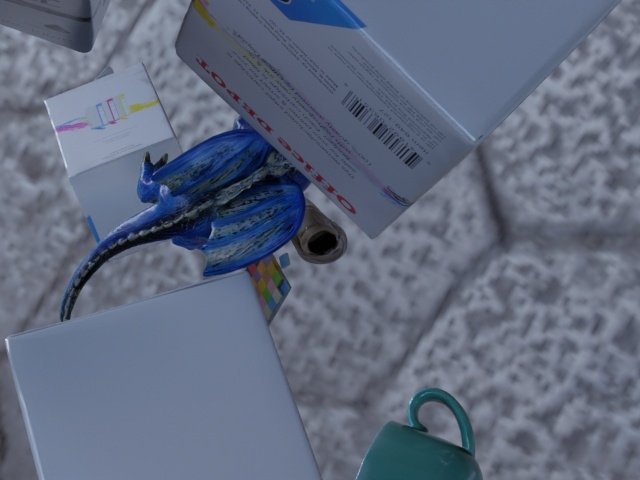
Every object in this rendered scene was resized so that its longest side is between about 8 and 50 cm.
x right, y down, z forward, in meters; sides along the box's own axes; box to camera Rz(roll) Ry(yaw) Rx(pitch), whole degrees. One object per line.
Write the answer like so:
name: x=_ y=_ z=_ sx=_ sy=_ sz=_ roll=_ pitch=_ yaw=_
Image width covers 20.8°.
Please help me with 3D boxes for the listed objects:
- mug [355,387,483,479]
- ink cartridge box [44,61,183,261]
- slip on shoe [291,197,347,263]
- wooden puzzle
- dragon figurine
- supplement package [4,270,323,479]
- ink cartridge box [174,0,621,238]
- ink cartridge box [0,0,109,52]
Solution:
mug: x=0.085 y=0.215 z=1.454 sx=0.097 sy=0.129 sz=0.157 roll=19 pitch=107 yaw=14
ink cartridge box: x=-0.160 y=-0.069 z=1.410 sx=0.090 sy=0.092 sz=0.143 roll=-22 pitch=37 yaw=-5
slip on shoe: x=0.000 y=0.000 z=1.732 sx=0.051 sy=0.135 sz=0.041 roll=-37 pitch=64 yaw=-2
wooden puzzle: x=-0.045 y=0.036 z=1.386 sx=0.049 sy=0.006 sz=0.083 roll=60 pitch=137 yaw=32
dragon figurine: x=-0.061 y=-0.031 z=1.152 sx=0.289 sy=0.085 sz=0.144 roll=-30 pitch=12 yaw=-7
supplement package: x=-0.083 y=0.200 z=1.153 sx=0.175 sy=0.177 sz=0.293 roll=-16 pitch=58 yaw=-9
ink cartridge box: x=0.046 y=-0.135 z=0.957 sx=0.168 sy=0.171 sz=0.233 roll=-46 pitch=1 yaw=-17
ink cartridge box: x=-0.222 y=-0.222 z=1.051 sx=0.307 sy=0.223 sz=0.129 roll=177 pitch=113 yaw=-82
